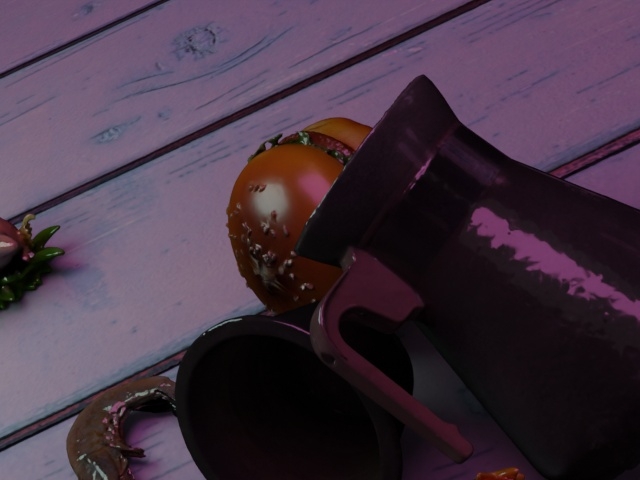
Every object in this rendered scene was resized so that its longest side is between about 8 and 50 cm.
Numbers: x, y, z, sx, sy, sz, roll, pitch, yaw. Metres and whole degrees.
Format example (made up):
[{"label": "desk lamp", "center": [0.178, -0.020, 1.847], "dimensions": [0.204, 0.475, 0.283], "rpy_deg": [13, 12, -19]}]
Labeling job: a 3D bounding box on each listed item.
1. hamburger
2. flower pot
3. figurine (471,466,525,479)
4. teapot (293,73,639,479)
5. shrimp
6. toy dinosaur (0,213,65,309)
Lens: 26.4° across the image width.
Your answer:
[{"label": "hamburger", "center": [0.001, 0.001, 1.417], "dimensions": [0.246, 0.246, 0.170], "rpy_deg": [21, 42, 40]}, {"label": "flower pot", "center": [-0.003, 0.150, 1.294], "dimensions": [0.235, 0.235, 0.148], "rpy_deg": [5, 25, 29]}, {"label": "figurine", "center": [0.202, 0.275, 1.026], "dimensions": [0.257, 0.208, 0.181], "rpy_deg": [15, 89, 3]}, {"label": "teapot", "center": [0.157, 0.048, 1.192], "dimensions": [0.344, 0.253, 0.300], "rpy_deg": [36, 59, 6]}, {"label": "shrimp", "center": [-0.181, 0.221, 1.400], "dimensions": [0.152, 0.046, 0.219], "rpy_deg": [-27, 38, -2]}, {"label": "toy dinosaur", "center": [-0.410, -0.020, 1.681], "dimensions": [0.152, 0.177, 0.194], "rpy_deg": [-30, 41, -9]}]
